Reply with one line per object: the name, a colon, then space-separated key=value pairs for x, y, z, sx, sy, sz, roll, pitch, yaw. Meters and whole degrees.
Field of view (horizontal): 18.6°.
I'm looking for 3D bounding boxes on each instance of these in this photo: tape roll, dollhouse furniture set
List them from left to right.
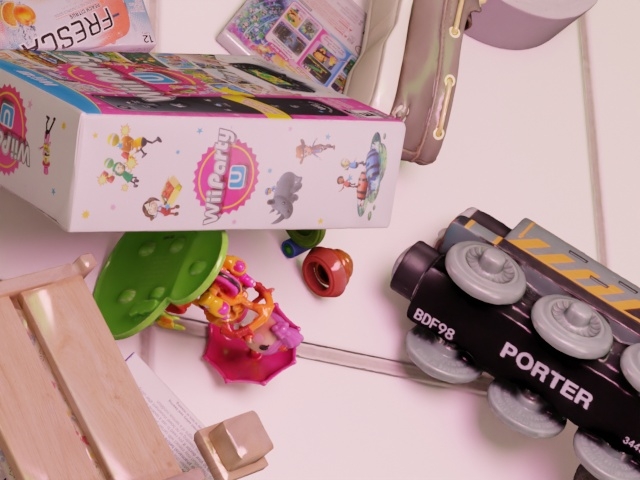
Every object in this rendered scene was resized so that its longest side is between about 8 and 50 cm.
dollhouse furniture set: x=-0.267 y=0.105 z=1.447 sx=0.355 sy=0.174 sz=0.303 roll=-14 pitch=70 yaw=-42
tape roll: x=0.189 y=-0.307 z=1.997 sx=0.219 sy=0.072 sz=0.219 roll=15 pitch=60 yaw=-28

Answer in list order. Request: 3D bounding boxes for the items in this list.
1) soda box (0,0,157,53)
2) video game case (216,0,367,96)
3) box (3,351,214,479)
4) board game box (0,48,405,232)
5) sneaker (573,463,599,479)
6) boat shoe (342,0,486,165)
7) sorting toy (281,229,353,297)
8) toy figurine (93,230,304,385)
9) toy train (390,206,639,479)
soda box: x=-0.235 y=-0.174 z=1.662 sx=0.183 sy=0.063 sz=0.058 roll=-7 pitch=70 yaw=-35
video game case: x=-0.005 y=-0.182 z=1.845 sx=0.157 sy=0.019 sz=0.143 roll=42 pitch=52 yaw=-10
box: x=-0.157 y=0.183 z=1.534 sx=0.126 sy=0.072 sz=0.137 roll=47 pitch=51 yaw=-3
board game box: x=-0.119 y=-0.084 z=1.586 sx=0.303 sy=0.224 sz=0.097 roll=-3 pitch=109 yaw=-36
sneaker: x=0.260 y=0.334 z=1.716 sx=0.162 sy=0.106 sz=0.281 roll=-18 pitch=79 yaw=-34
boat shoe: x=0.100 y=-0.214 z=1.841 sx=0.091 sy=0.109 sz=0.305 roll=24 pitch=67 yaw=-19
sorting toy: x=0.000 y=0.000 z=1.733 sx=0.042 sy=0.061 sz=0.102 roll=-28 pitch=107 yaw=-39
toy figurine: x=-0.075 y=0.057 z=1.607 sx=0.159 sy=0.173 sz=0.130 roll=34 pitch=65 yaw=-31
toy train: x=0.225 y=0.089 z=1.752 sx=0.334 sy=0.142 sz=0.190 roll=31 pitch=32 yaw=13
